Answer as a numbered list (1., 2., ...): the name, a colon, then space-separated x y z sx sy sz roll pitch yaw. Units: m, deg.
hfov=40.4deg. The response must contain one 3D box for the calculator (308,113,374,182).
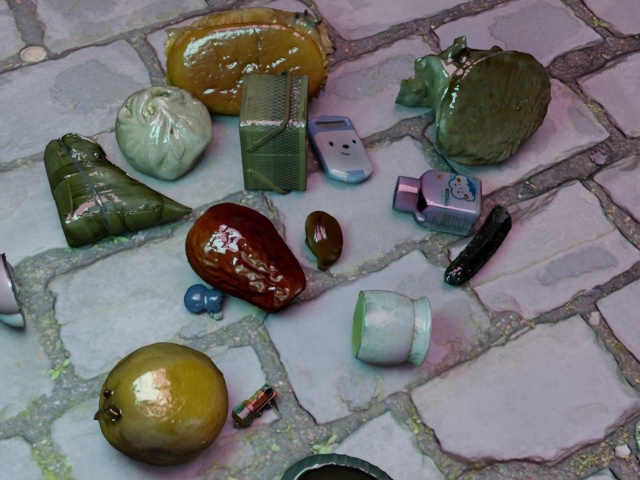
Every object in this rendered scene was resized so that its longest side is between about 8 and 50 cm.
1. calculator: 0.043 -0.217 2.024 0.121 0.039 0.210 -6 56 -27

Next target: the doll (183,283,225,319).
1. doll: -0.236 0.117 1.773 0.083 0.050 0.076 7 52 -1

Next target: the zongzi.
1. zongzi: -0.437 -0.131 1.863 0.274 0.125 0.250 -14 67 -19

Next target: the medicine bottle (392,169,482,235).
1. medicine bottle: 0.260 -0.090 1.946 0.188 0.094 0.119 10 54 -1

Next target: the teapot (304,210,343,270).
1. teapot: 0.000 0.000 1.871 0.098 0.078 0.129 12 60 -50

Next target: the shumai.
1. shumai: 0.357 -0.350 2.094 0.330 0.291 0.288 -12 20 -26

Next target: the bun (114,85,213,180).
1. bun: -0.353 -0.252 1.918 0.231 0.133 0.231 -2 75 8

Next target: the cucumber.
1. cucumber: 0.348 0.021 1.910 0.067 0.067 0.245 33 61 14

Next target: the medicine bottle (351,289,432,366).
1. medicine bottle: 0.142 0.174 1.727 0.143 0.147 0.147 8 56 -7

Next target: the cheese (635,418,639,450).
1. cheese: 0.739 0.389 1.717 0.227 0.064 0.137 -1 59 -10

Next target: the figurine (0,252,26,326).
1. figurine: -0.710 0.158 1.599 0.316 0.206 0.284 -20 51 -14

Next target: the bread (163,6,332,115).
1. bread: -0.164 -0.412 2.033 0.389 0.236 0.183 -7 36 4

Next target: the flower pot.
1. flower pot: 0.039 0.472 1.511 0.243 0.157 0.189 21 55 8

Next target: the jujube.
1. jujube: -0.150 0.038 1.767 0.255 0.190 0.190 44 61 2

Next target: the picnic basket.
1. picnic basket: -0.097 -0.233 1.895 0.139 0.266 0.165 2 59 0

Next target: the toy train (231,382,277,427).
1. toy train: -0.125 0.310 1.650 0.044 0.064 0.103 40 61 19

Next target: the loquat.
1. loquat: -0.280 0.295 1.566 0.238 0.193 0.238 13 63 -26
